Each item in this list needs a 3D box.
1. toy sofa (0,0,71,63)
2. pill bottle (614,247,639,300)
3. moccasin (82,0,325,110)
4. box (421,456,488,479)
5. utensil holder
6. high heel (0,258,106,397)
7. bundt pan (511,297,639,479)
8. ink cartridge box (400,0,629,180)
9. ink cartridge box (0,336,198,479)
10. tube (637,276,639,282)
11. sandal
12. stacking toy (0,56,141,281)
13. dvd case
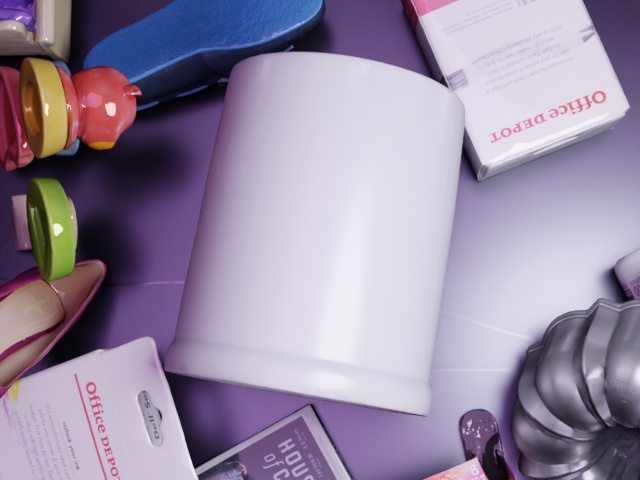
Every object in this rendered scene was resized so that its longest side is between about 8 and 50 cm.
[{"bbox_3d":[-0.536,-0.333,1.535,0.362,0.177,0.150,-1,83,6],"label":"toy sofa"},{"bbox_3d":[0.504,0.128,1.385,0.169,0.169,0.302,-25,80,1],"label":"pill bottle"},{"bbox_3d":[-0.155,-0.276,1.529,0.342,0.117,0.138,-16,69,8],"label":"moccasin"},{"bbox_3d":[0.080,0.398,1.350,0.300,0.142,0.154,-18,66,-15],"label":"box"},{"bbox_3d":[0.000,0.000,1.373,0.327,0.327,0.386,8,81,6],"label":"utensil holder"},{"bbox_3d":[-0.377,0.104,1.367,0.181,0.377,0.127,-34,103,6],"label":"high heel"},{"bbox_3d":[0.370,0.241,1.315,0.330,0.124,0.331,15,122,25],"label":"bundt pan"},{"bbox_3d":[0.252,-0.247,1.482,0.207,0.117,0.283,-21,81,1],"label":"ink cartridge box"},{"bbox_3d":[-0.316,0.265,1.430,0.353,0.119,0.207,-20,81,16],"label":"ink cartridge box"},{"bbox_3d":[0.464,0.095,1.287,0.207,0.052,0.080,43,114,9],"label":"tube"},{"bbox_3d":[0.222,0.309,1.451,0.067,0.040,0.179,-16,81,3],"label":"sandal"},{"bbox_3d":[-0.327,-0.104,1.458,0.130,0.309,0.280,-9,103,-25],"label":"stacking toy"},{"bbox_3d":[-0.073,0.352,1.477,0.238,0.029,0.179,-30,81,2],"label":"dvd case"}]
